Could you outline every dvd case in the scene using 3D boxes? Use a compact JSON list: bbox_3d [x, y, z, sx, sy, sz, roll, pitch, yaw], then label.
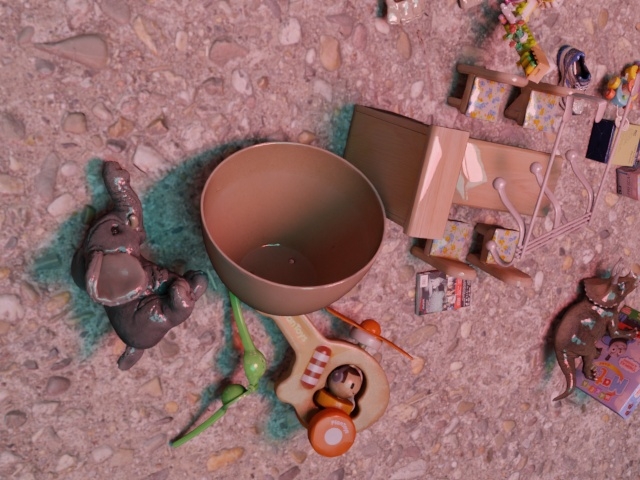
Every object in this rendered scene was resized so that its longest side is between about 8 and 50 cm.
[{"bbox_3d":[0.238,0.095,1.658,0.119,0.013,0.087,-9,111,-24],"label":"dvd case"}]

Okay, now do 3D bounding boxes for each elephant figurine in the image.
[{"bbox_3d":[-0.306,0.038,1.314,0.169,0.186,0.239,-31,115,36],"label":"elephant figurine"}]

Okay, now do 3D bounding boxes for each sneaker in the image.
[{"bbox_3d":[0.480,-0.296,1.616,0.052,0.058,0.135,-24,117,-17],"label":"sneaker"}]

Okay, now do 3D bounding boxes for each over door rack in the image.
[{"bbox_3d":[0.397,-0.127,1.378,0.239,0.108,0.324,-22,143,-41],"label":"over door rack"}]

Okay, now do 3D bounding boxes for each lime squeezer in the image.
[{"bbox_3d":[-0.157,0.237,1.470,0.109,0.059,0.310,19,100,-8],"label":"lime squeezer"}]

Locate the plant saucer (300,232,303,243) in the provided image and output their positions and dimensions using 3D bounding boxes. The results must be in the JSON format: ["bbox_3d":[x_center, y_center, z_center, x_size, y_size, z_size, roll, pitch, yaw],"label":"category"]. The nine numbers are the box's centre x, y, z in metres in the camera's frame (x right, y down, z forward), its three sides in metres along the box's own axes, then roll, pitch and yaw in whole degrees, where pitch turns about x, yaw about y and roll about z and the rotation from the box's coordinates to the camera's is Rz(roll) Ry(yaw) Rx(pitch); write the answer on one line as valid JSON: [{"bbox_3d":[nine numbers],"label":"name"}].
[{"bbox_3d":[0.000,0.000,1.509,0.083,0.015,0.083,-8,110,-23],"label":"plant saucer"}]

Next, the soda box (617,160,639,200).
[{"bbox_3d":[0.702,-0.140,1.774,0.183,0.063,0.058,-18,114,-20],"label":"soda box"}]

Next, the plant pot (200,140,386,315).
[{"bbox_3d":[-0.056,0.011,1.367,0.284,0.284,0.191,-12,147,-22],"label":"plant pot"}]

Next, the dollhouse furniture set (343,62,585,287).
[{"bbox_3d":[0.268,-0.107,1.463,0.394,0.256,0.362,6,104,-27],"label":"dollhouse furniture set"}]

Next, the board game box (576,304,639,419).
[{"bbox_3d":[0.648,0.254,1.825,0.039,0.160,0.211,37,88,-30],"label":"board game box"}]

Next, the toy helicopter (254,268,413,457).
[{"bbox_3d":[0.003,0.185,1.513,0.235,0.140,0.355,-36,106,-4],"label":"toy helicopter"}]

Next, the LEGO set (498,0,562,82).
[{"bbox_3d":[0.346,-0.403,1.453,0.107,0.132,0.287,42,61,-40],"label":"LEGO set"}]

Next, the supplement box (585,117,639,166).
[{"bbox_3d":[0.583,-0.194,1.702,0.083,0.056,0.083,2,106,-26],"label":"supplement box"}]

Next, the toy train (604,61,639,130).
[{"bbox_3d":[0.628,-0.282,1.666,0.166,0.046,0.125,-26,92,-29],"label":"toy train"}]

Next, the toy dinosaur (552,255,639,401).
[{"bbox_3d":[0.555,0.189,1.804,0.160,0.121,0.313,42,91,-18],"label":"toy dinosaur"}]

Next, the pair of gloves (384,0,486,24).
[{"bbox_3d":[0.194,-0.476,1.427,0.240,0.042,0.204,-18,114,-21],"label":"pair of gloves"}]
